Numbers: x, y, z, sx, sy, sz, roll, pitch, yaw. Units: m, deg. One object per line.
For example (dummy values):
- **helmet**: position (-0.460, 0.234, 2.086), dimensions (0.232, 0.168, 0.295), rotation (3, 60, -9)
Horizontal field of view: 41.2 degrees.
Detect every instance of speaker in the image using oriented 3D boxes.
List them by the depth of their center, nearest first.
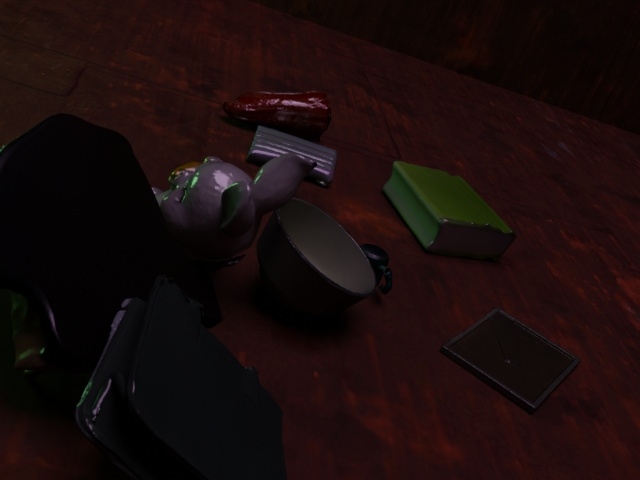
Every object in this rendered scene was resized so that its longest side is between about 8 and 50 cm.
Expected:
- **speaker**: position (0.097, 0.056, 1.499), dimensions (0.094, 0.075, 0.060), rotation (36, 30, 26)

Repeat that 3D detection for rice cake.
- **rice cake**: position (-0.058, -0.190, 1.897), dimensions (0.198, 0.037, 0.189), rotation (20, 25, -5)

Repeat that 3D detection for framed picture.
- **framed picture**: position (0.334, 0.199, 1.478), dimensions (0.184, 0.016, 0.250), rotation (33, 27, 22)

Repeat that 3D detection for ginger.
- **ginger**: position (-0.330, 0.038, 1.100), dimensions (0.358, 0.211, 0.413), rotation (55, 27, -10)

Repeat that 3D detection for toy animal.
- **toy animal**: position (-0.154, -0.050, 1.286), dimensions (0.325, 0.154, 0.208), rotation (-7, 21, 44)

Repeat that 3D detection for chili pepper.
- **chili pepper**: position (-0.108, -0.312, 2.025), dimensions (0.253, 0.136, 0.144), rotation (6, 56, -15)

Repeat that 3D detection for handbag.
- **handbag**: position (-0.134, 0.188, 0.941), dimensions (0.247, 0.079, 0.260), rotation (49, 17, -20)

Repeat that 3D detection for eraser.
- **eraser**: position (0.277, -0.065, 1.862), dimensions (0.210, 0.092, 0.274), rotation (9, 27, -27)

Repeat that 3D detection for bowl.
- **bowl**: position (-0.021, 0.042, 1.358), dimensions (0.211, 0.112, 0.211), rotation (36, 23, -18)

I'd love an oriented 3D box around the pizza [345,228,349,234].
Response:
- **pizza**: position (0.000, 0.000, 1.570), dimensions (0.178, 0.041, 0.131), rotation (34, 30, 23)
